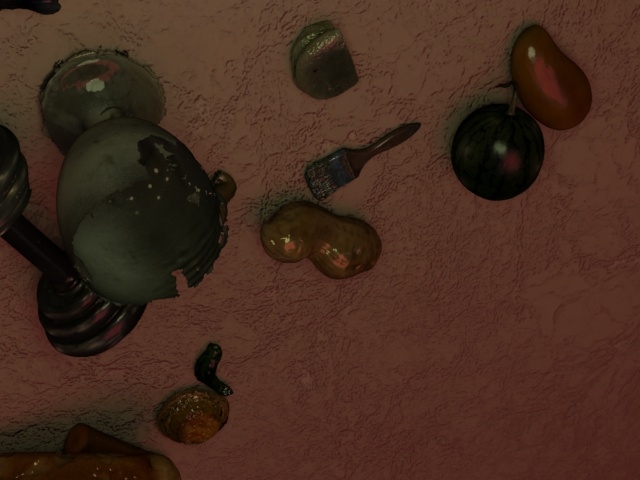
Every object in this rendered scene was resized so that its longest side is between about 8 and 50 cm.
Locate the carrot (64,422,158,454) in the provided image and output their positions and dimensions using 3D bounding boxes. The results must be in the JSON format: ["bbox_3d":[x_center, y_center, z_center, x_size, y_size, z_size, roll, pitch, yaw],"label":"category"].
[{"bbox_3d":[-0.331,0.362,1.865,0.061,0.061,0.210,-46,134,15],"label":"carrot"}]

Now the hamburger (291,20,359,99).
[{"bbox_3d":[0.001,-0.240,1.538,0.084,0.054,0.121,-31,140,-1],"label":"hamburger"}]

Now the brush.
[{"bbox_3d":[0.068,-0.128,1.677,0.196,0.021,0.070,-29,135,-2],"label":"brush"}]

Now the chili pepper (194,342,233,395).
[{"bbox_3d":[-0.181,0.222,1.833,0.056,0.035,0.118,-8,127,2],"label":"chili pepper"}]

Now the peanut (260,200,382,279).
[{"bbox_3d":[0.000,0.000,1.693,0.229,0.103,0.098,16,106,-36],"label":"peanut"}]

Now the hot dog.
[{"bbox_3d":[-0.414,0.444,1.762,0.405,0.185,0.223,0,153,3],"label":"hot dog"}]

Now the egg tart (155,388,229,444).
[{"bbox_3d":[-0.213,0.302,1.872,0.130,0.052,0.130,-11,129,-13],"label":"egg tart"}]

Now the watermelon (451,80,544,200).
[{"bbox_3d":[0.272,-0.150,1.674,0.141,0.140,0.187,-9,131,-19],"label":"watermelon"}]

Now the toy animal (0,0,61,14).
[{"bbox_3d":[-0.411,-0.292,1.272,0.160,0.197,0.272,-35,179,-17],"label":"toy animal"}]

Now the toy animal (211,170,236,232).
[{"bbox_3d":[-0.216,-0.054,1.551,0.219,0.101,0.103,18,119,-35],"label":"toy animal"}]

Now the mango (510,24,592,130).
[{"bbox_3d":[0.346,-0.240,1.675,0.102,0.085,0.184,-37,127,6],"label":"mango"}]

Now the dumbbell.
[{"bbox_3d":[-0.382,0.005,1.470,0.179,0.179,0.406,-36,132,5],"label":"dumbbell"}]

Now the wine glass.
[{"bbox_3d":[-0.239,-0.080,1.349,0.191,0.357,0.190,-12,128,-16],"label":"wine glass"}]
